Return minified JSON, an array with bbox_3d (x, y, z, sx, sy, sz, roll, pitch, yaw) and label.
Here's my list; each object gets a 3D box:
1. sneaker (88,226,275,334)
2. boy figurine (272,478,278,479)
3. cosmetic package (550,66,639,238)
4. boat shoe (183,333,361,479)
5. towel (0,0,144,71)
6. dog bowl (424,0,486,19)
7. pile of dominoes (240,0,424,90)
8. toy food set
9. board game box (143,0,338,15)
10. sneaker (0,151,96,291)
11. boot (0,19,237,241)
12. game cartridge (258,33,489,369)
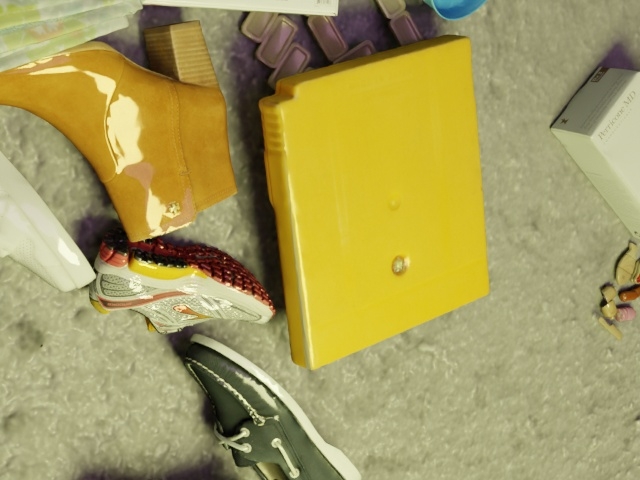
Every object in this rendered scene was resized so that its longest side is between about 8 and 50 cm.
[{"bbox_3d":[-0.151,0.055,1.393,0.225,0.088,0.093,17,112,-32],"label":"sneaker"},{"bbox_3d":[-0.176,0.325,1.390,0.285,0.177,0.092,-8,61,-15],"label":"boy figurine"},{"bbox_3d":[0.417,-0.108,1.676,0.231,0.085,0.117,45,78,-31],"label":"cosmetic package"},{"bbox_3d":[-0.063,0.224,1.454,0.091,0.114,0.302,-52,120,-17],"label":"boat shoe"},{"bbox_3d":[-0.330,-0.319,1.088,0.320,0.090,0.374,-33,102,-51],"label":"towel"},{"bbox_3d":[0.136,-0.379,1.390,0.166,0.074,0.297,-46,147,-18],"label":"dog bowl"},{"bbox_3d":[0.023,-0.208,1.464,0.196,0.040,0.251,-37,109,-18],"label":"pile of dominoes"},{"bbox_3d":[0.418,0.072,1.757,0.078,0.019,0.122,39,73,-31],"label":"toy food set"},{"bbox_3d":[-0.120,-0.337,1.318,0.305,0.053,0.193,-1,99,-28],"label":"board game box"},{"bbox_3d":[-0.366,-0.023,1.232,0.169,0.108,0.292,-45,109,-12],"label":"sneaker"},{"bbox_3d":[-0.217,-0.098,1.289,0.295,0.104,0.211,-17,103,-33],"label":"boot"},{"bbox_3d":[0.068,-0.048,1.446,0.285,0.052,0.324,-19,111,-34],"label":"game cartridge"}]
